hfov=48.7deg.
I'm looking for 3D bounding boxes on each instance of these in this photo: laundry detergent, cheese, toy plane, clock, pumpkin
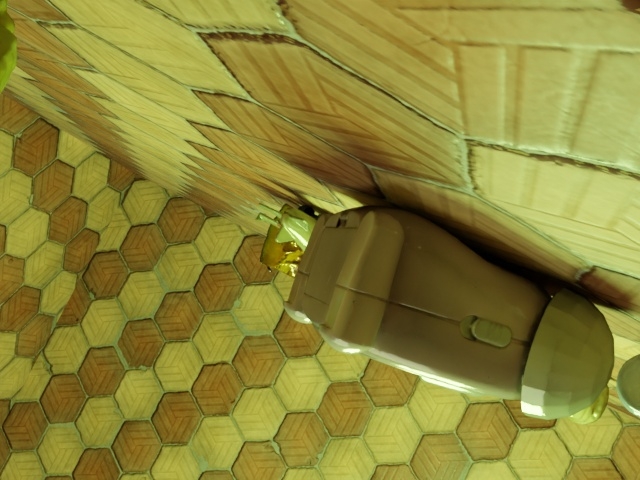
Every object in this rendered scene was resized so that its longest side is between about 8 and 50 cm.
[{"bbox_3d":[0.474,0.228,0.943,0.335,0.088,0.159,33,-161,-48],"label":"laundry detergent"},{"bbox_3d":[0.520,0.306,1.571,0.214,0.117,0.226,37,176,-31],"label":"cheese"},{"bbox_3d":[0.000,0.000,1.228,0.228,0.093,0.244,20,173,40],"label":"toy plane"},{"bbox_3d":[0.145,0.087,0.859,0.325,0.184,0.342,24,-178,-12],"label":"clock"},{"bbox_3d":[0.028,0.052,1.363,0.190,0.139,0.280,29,180,30],"label":"pumpkin"}]

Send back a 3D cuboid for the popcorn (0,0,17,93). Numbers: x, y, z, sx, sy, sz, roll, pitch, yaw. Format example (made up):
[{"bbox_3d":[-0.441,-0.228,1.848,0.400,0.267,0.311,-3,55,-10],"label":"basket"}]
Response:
[{"bbox_3d":[-0.353,-0.186,0.503,0.237,0.206,0.251,42,162,16],"label":"popcorn"}]
